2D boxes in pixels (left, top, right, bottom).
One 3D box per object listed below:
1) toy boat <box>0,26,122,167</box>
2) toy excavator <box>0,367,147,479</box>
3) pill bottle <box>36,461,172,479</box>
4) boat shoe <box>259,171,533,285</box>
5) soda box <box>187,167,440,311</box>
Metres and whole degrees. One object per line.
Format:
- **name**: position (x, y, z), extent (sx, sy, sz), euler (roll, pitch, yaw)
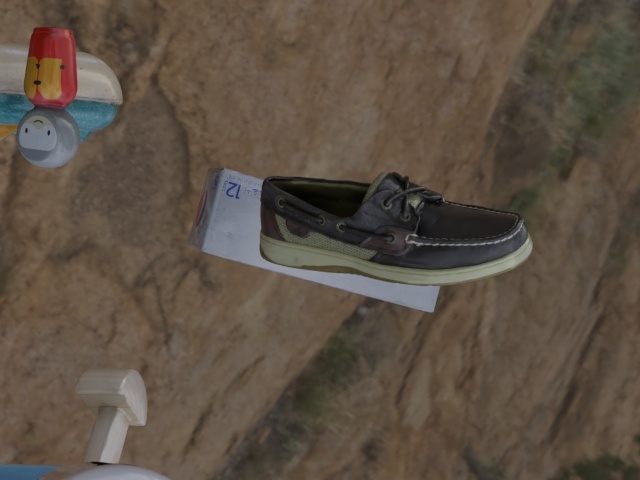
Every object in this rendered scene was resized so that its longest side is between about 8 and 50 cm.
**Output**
- **toy boat**: position (-0.350, -0.160, 1.283), extent (0.267, 0.318, 0.148), euler (1, 93, -27)
- **toy excavator**: position (-0.371, 0.387, 1.533), extent (0.445, 0.222, 0.433), euler (48, 43, -76)
- **pill bottle**: position (-0.189, 0.268, 0.916), extent (0.161, 0.161, 0.283), euler (-45, -176, -20)
- **boat shoe**: position (0.049, -0.016, 0.840), extent (0.080, 0.223, 0.074), euler (-48, 134, -52)
- **soda box**: position (0.000, 0.000, 1.252), extent (0.286, 0.091, 0.098), euler (15, 90, -17)
